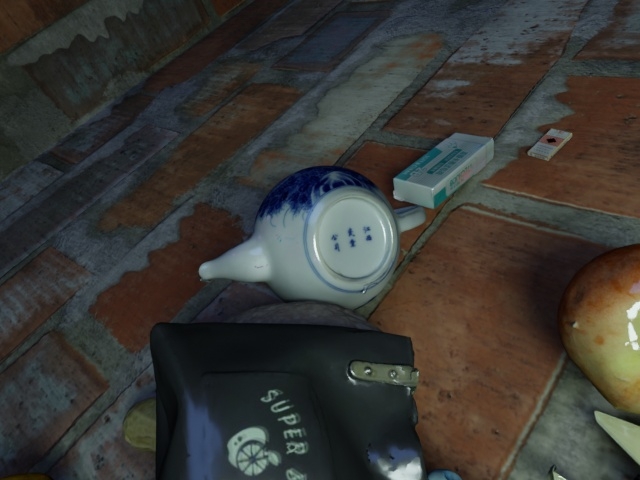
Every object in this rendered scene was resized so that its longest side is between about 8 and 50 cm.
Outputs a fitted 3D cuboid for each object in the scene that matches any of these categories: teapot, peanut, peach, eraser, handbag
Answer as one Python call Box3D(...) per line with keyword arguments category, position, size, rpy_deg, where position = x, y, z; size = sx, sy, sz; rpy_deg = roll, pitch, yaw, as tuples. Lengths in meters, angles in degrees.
Box3D(category="teapot", position=(0.000, 0.000, 0.862), size=(0.424, 0.252, 0.280), rpy_deg=(-17, 5, -23))
Box3D(category="peanut", position=(-0.226, 0.299, 0.765), size=(0.214, 0.090, 0.099), rpy_deg=(5, 91, 33))
Box3D(category="peach", position=(0.398, 0.106, 0.572), size=(0.232, 0.232, 0.232), rpy_deg=(-14, 42, 13))
Box3D(category="eraser", position=(0.249, -0.145, 0.982), size=(0.095, 0.052, 0.225), rpy_deg=(22, 47, 41))
Box3D(category="handbag", position=(-0.021, 0.223, 0.471), size=(0.288, 0.152, 0.342), rpy_deg=(-6, 54, -7))

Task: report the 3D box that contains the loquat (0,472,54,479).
Box3D(category="loquat", position=(-0.427, 0.426, 0.666), size=(0.187, 0.176, 0.234), rpy_deg=(-37, 32, -13))

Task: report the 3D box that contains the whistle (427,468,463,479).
Box3D(category="whistle", position=(0.179, 0.337, 0.484), size=(0.269, 0.093, 0.180), rpy_deg=(39, 39, 24))

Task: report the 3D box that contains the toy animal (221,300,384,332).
Box3D(category="toy animal", position=(-0.045, 0.188, 0.697), size=(0.358, 0.188, 0.226), rpy_deg=(-10, 17, 34))

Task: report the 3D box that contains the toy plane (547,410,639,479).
Box3D(category="toy plane", position=(0.360, 0.293, 0.476), size=(0.242, 0.104, 0.256), rpy_deg=(2, 39, 7))

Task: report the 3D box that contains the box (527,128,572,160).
Box3D(category="box", position=(0.462, -0.194, 0.987), size=(0.083, 0.012, 0.046), rpy_deg=(-41, 43, -17))
